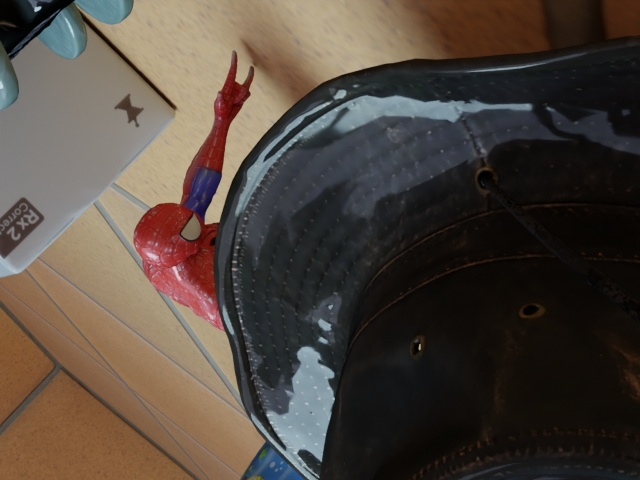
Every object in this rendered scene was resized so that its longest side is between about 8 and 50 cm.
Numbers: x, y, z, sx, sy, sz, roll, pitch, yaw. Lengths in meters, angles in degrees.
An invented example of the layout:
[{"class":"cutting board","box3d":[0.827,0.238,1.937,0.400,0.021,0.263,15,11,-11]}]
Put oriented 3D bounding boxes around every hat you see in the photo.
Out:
[{"class":"hat","box3d":[0.081,0.091,0.450,0.331,0.134,0.331,18,136,18]}]

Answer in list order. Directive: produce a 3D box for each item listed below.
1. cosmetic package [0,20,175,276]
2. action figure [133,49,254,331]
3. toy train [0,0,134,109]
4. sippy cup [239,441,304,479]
[{"class":"cosmetic package","box3d":[-0.219,-0.077,0.910,0.151,0.151,0.184,45,164,-11]},{"class":"action figure","box3d":[0.000,0.000,0.734,0.091,0.139,0.280,28,-178,32]},{"class":"toy train","box3d":[-0.191,-0.158,0.648,0.190,0.142,0.334,53,159,-12]},{"class":"sippy cup","box3d":[-0.010,0.308,1.324,0.240,0.224,0.305,25,157,47]}]
